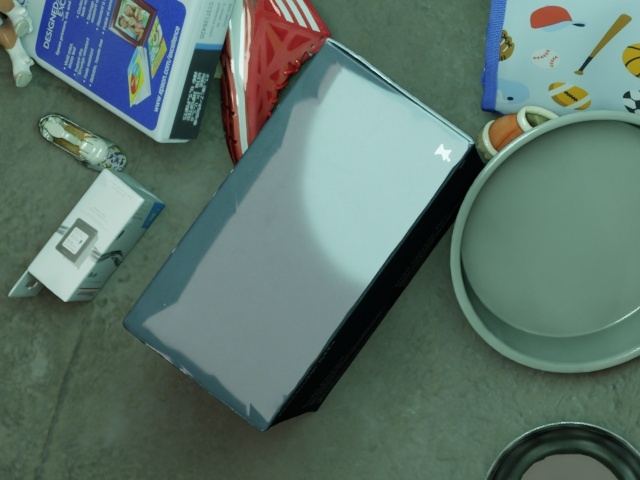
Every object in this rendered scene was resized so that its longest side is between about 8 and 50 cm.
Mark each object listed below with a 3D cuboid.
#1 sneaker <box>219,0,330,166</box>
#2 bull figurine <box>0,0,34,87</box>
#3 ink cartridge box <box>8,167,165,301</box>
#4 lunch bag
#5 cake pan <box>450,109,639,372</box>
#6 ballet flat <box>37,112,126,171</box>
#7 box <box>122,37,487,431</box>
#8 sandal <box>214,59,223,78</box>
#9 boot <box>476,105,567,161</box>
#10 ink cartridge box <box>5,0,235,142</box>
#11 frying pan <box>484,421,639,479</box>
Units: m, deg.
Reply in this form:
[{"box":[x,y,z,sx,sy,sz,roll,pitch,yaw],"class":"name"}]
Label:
[{"box":[-0.045,-0.180,1.698,0.128,0.087,0.221,-7,108,-12],"class":"sneaker"},{"box":[-0.450,-0.184,1.733,0.188,0.101,0.310,35,94,22],"class":"bull figurine"},{"box":[-0.260,0.010,1.712,0.060,0.104,0.180,38,94,7],"class":"ink cartridge box"},{"box":[0.340,-0.280,1.560,0.328,0.239,0.385,9,122,10],"class":"lunch bag"},{"box":[0.273,-0.002,1.600,0.293,0.054,0.293,-3,111,-8],"class":"cake pan"},{"box":[-0.277,-0.112,1.752,0.114,0.041,0.041,29,92,8],"class":"ballet flat"},{"box":[0.000,0.000,1.568,0.179,0.312,0.343,36,92,8],"class":"box"},{"box":[-0.174,-0.267,1.723,0.240,0.079,0.088,39,94,8],"class":"sandal"},{"box":[0.253,-0.089,1.629,0.158,0.084,0.059,27,57,-19],"class":"boot"},{"box":[-0.211,-0.304,1.667,0.307,0.072,0.303,34,116,38],"class":"ink cartridge box"},{"box":[0.215,0.325,1.654,0.326,0.053,0.197,-30,84,8],"class":"frying pan"}]
